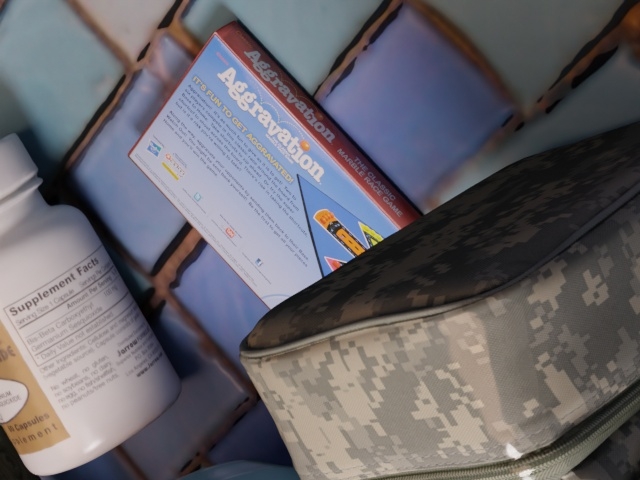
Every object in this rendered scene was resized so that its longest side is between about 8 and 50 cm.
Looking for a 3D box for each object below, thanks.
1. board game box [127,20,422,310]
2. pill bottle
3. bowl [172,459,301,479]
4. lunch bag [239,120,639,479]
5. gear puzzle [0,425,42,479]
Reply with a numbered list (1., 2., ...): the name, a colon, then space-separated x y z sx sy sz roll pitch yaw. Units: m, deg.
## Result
1. board game box: 0.000 0.000 1.233 0.281 0.027 0.145 47 136 5
2. pill bottle: -0.211 0.045 1.353 0.131 0.131 0.229 -21 101 44
3. bowl: -0.074 0.268 1.297 0.163 0.311 0.311 58 138 22
4. lunch bag: 0.149 0.095 0.987 0.212 0.305 0.256 -14 103 45
5. gear puzzle: -0.196 0.294 1.462 0.044 0.175 0.339 -38 85 7
